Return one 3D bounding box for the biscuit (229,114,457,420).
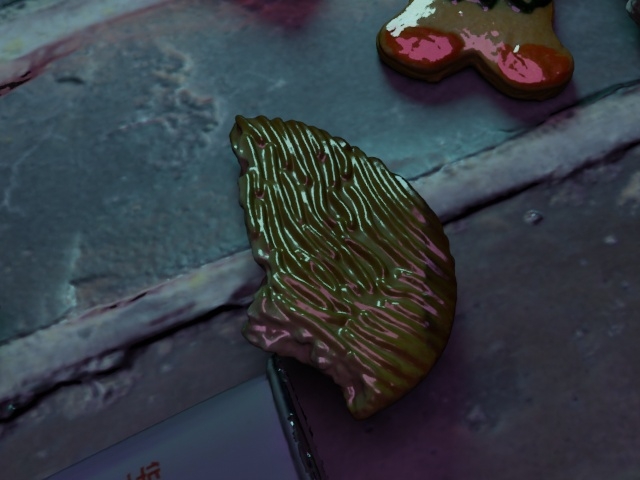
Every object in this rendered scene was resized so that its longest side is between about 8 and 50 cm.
[{"bbox_3d":[0.000,-0.001,0.693,0.228,0.031,0.176,44,50,19],"label":"biscuit"}]

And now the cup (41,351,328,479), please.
[{"bbox_3d":[-0.120,0.201,0.568,0.288,0.203,0.203,-21,68,-3],"label":"cup"}]

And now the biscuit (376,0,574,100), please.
[{"bbox_3d":[0.126,-0.228,0.821,0.165,0.036,0.250,10,67,3],"label":"biscuit"}]

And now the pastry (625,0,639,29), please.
[{"bbox_3d":[0.310,-0.183,0.765,0.265,0.103,0.112,28,76,8],"label":"pastry"}]
